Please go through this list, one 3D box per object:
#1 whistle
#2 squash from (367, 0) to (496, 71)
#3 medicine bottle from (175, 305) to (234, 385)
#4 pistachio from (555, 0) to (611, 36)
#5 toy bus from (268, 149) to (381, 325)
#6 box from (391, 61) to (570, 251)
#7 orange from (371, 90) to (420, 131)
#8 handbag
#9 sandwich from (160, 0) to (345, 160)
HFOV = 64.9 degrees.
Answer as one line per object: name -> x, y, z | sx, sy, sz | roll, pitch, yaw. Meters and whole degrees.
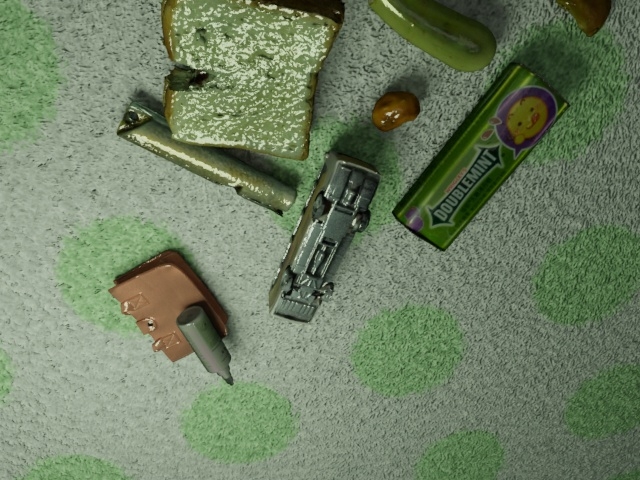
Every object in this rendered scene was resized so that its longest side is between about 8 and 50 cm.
whistle -> -0.190, -0.138, 0.887 | 0.326, 0.057, 0.068 | 27, 108, -19
squash -> 0.181, -0.356, 0.823 | 0.250, 0.083, 0.083 | 25, 110, -16
medicine bottle -> -0.216, 0.220, 1.001 | 0.058, 0.057, 0.199 | -21, 119, 2
pistachio -> 0.442, -0.419, 0.842 | 0.090, 0.049, 0.173 | -31, 116, 8
toy bus -> 0.000, 0.000, 0.938 | 0.097, 0.138, 0.342 | 17, 114, -15
box -> 0.287, -0.142, 0.931 | 0.134, 0.097, 0.345 | 31, 108, -22
orange -> 0.127, -0.228, 0.879 | 0.086, 0.086, 0.062 | -25, 94, 5
handbag -> -0.298, 0.138, 1.008 | 0.157, 0.059, 0.212 | -27, 118, 5
sandwich -> -0.114, -0.260, 0.764 | 0.249, 0.095, 0.273 | 6, 140, -11
